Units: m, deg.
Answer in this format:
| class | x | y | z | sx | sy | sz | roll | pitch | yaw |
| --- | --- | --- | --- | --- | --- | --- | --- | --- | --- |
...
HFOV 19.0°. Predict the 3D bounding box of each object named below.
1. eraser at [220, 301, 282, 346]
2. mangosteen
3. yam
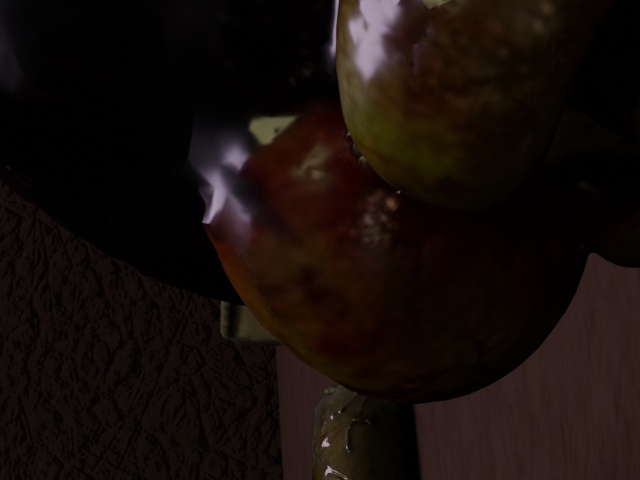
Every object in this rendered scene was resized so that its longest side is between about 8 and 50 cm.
| class | x | y | z | sx | sy | sz | roll | pitch | yaw |
| --- | --- | --- | --- | --- | --- | --- | --- | --- | --- |
| eraser | 0.000 | 0.000 | 1.088 | 0.172 | 0.117 | 0.058 | 95 | 171 | -62 |
| mangosteen | 0.023 | -0.066 | 0.399 | 0.250 | 0.211 | 0.211 | 40 | 142 | 39 |
| yam | 0.033 | 0.238 | 1.143 | 0.067 | 0.071 | 0.317 | -29 | 56 | 44 |
